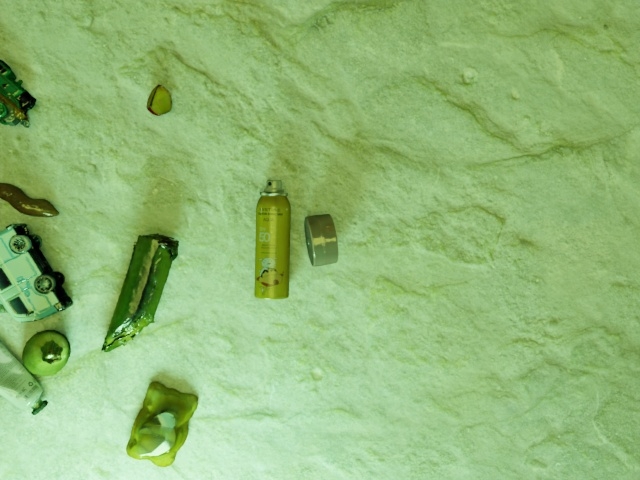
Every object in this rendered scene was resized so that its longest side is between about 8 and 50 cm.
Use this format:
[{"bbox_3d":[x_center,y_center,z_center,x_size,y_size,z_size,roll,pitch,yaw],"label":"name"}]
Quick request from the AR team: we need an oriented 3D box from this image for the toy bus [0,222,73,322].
[{"bbox_3d":[-0.831,0.103,1.633,0.165,0.133,0.271,-30,97,-8],"label":"toy bus"}]

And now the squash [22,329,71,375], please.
[{"bbox_3d":[-0.743,0.293,1.616,0.137,0.287,0.137,11,67,-27],"label":"squash"}]

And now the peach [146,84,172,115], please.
[{"bbox_3d":[-0.470,-0.402,1.687,0.077,0.050,0.083,-27,107,-28],"label":"peach"}]

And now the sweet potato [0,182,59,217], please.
[{"bbox_3d":[-0.850,-0.114,1.657,0.218,0.051,0.065,25,49,-8],"label":"sweet potato"}]

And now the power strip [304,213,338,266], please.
[{"bbox_3d":[0.000,0.000,1.723,0.078,0.154,0.154,-9,95,-9],"label":"power strip"}]

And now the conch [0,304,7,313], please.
[{"bbox_3d":[-0.957,0.164,1.658,0.180,0.065,0.088,22,92,1],"label":"conch"}]

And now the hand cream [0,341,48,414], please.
[{"bbox_3d":[-0.908,0.360,1.653,0.076,0.121,0.336,-28,108,35],"label":"hand cream"}]

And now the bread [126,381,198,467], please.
[{"bbox_3d":[-0.471,0.553,1.732,0.161,0.088,0.233,19,89,-3],"label":"bread"}]

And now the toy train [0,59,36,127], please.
[{"bbox_3d":[-0.882,-0.411,1.620,0.228,0.091,0.136,40,78,-8],"label":"toy train"}]

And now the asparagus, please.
[{"bbox_3d":[-0.521,0.161,1.692,0.128,0.108,0.381,19,93,-9],"label":"asparagus"}]

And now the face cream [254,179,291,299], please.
[{"bbox_3d":[-0.140,-0.005,1.726,0.105,0.105,0.348,2,93,-7],"label":"face cream"}]
